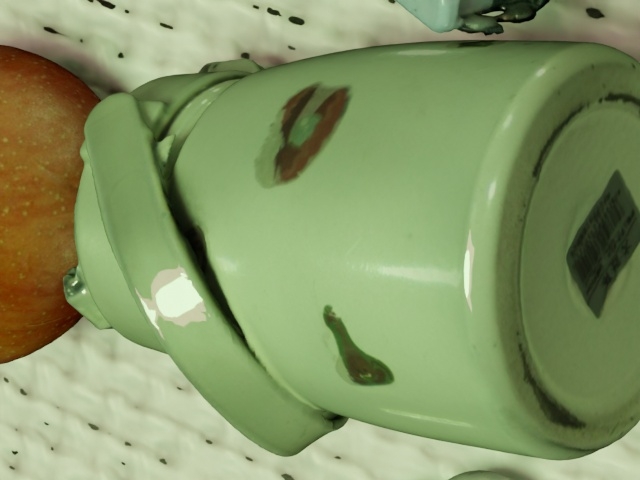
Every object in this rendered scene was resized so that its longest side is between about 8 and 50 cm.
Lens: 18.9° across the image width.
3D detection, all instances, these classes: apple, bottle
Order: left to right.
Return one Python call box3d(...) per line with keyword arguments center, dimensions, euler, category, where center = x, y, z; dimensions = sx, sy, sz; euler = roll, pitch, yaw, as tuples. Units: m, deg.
box3d(center=(-0.218, -0.020, 1.192), dimensions=(0.201, 0.162, 0.201), euler=(11, 109, 35), category="apple")
box3d(center=(0.000, 0.000, 1.031), dimensions=(0.351, 0.229, 0.229), euler=(6, 105, 38), category="bottle")

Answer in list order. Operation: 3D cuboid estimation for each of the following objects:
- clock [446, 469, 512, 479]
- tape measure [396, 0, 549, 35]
box3d(center=(0.069, 0.224, 1.115), dimensions=(0.166, 0.093, 0.162), euler=(-28, 83, 35), category="clock")
box3d(center=(0.048, -0.221, 0.985), dimensions=(0.181, 0.107, 0.182), euler=(36, 133, 42), category="tape measure")
